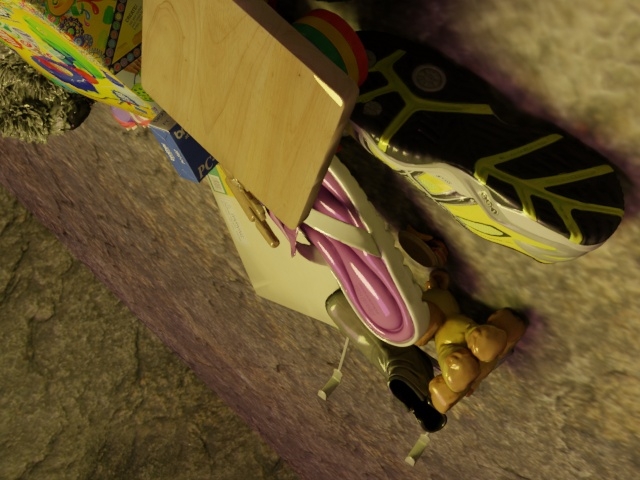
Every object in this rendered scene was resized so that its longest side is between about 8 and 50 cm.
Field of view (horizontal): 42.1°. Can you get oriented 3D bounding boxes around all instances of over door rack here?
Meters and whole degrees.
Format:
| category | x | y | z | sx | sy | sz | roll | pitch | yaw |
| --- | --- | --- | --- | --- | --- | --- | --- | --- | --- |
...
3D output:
| category | x | y | z | sx | sy | sz | roll | pitch | yaw |
| --- | --- | --- | --- | --- | --- | --- | --- | --- | --- |
| over door rack | 0.145 | 0.240 | 1.555 | 0.239 | 0.108 | 0.324 | 34 | 136 | 16 |

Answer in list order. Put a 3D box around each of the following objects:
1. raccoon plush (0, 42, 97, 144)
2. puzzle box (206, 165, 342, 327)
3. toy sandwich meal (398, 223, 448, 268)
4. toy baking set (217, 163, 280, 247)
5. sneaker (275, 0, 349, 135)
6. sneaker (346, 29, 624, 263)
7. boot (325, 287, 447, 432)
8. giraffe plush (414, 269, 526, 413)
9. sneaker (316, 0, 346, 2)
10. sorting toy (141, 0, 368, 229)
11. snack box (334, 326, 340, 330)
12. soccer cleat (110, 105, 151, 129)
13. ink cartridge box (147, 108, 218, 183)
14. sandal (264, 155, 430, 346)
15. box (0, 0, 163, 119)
| category | x | y | z | sx | sy | sz | roll | pitch | yaw |
| --- | --- | --- | --- | --- | --- | --- | --- | --- | --- |
| raccoon plush | -0.578 | -0.306 | 1.402 | 0.216 | 0.446 | 0.299 | 59 | 170 | 31 |
| puzzle box | -0.072 | -0.042 | 1.401 | 0.272 | 0.052 | 0.409 | 19 | 138 | 44 |
| toy sandwich meal | 0.155 | 0.008 | 1.257 | 0.085 | 0.029 | 0.085 | 40 | 164 | 14 |
| toy baking set | -0.128 | -0.108 | 1.260 | 0.256 | 0.030 | 0.197 | 57 | 170 | 16 |
| sneaker | -0.068 | -0.227 | 1.047 | 0.286 | 0.130 | 0.109 | 44 | 155 | -11 |
| sneaker | 0.142 | -0.091 | 0.942 | 0.385 | 0.145 | 0.147 | 38 | 157 | 12 |
| boot | 0.111 | 0.184 | 1.317 | 0.246 | 0.083 | 0.161 | 44 | -168 | -15 |
| giraffe plush | 0.202 | 0.141 | 1.295 | 0.170 | 0.181 | 0.210 | 44 | -166 | 19 |
| sneaker | -0.069 | -0.354 | 0.838 | 0.319 | 0.112 | 0.131 | 32 | 159 | 18 |
| sorting toy | -0.067 | -0.176 | 0.871 | 0.255 | 0.089 | 0.257 | 43 | 153 | 10 |
| snack box | 0.008 | 0.119 | 1.678 | 0.100 | 0.037 | 0.141 | 24 | 152 | 32 |
| soccer cleat | -0.321 | -0.254 | 1.475 | 0.095 | 0.083 | 0.248 | 55 | 157 | -19 |
| ink cartridge box | -0.130 | -0.184 | 1.120 | 0.046 | 0.207 | 0.097 | 22 | 151 | 37 |
| sandal | 0.008 | -0.006 | 1.190 | 0.416 | 0.102 | 0.169 | 50 | 143 | -4 |
| box | -0.322 | -0.323 | 1.120 | 0.290 | 0.177 | 0.279 | 22 | 168 | 37 |
